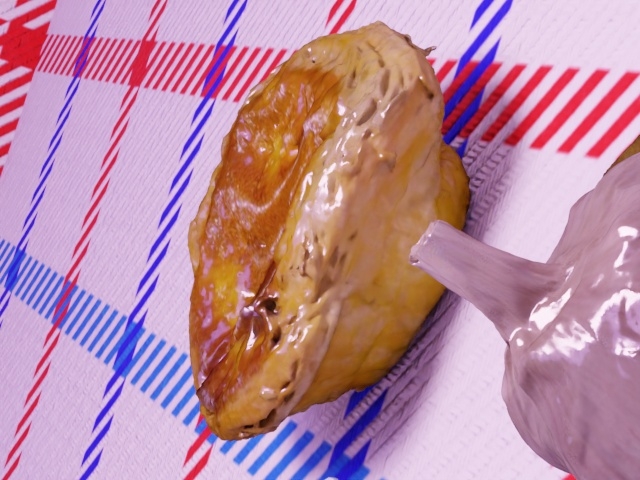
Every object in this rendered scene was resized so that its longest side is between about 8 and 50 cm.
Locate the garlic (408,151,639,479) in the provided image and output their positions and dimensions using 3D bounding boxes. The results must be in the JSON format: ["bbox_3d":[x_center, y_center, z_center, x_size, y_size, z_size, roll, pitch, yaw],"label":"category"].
[{"bbox_3d":[0.150,0.041,0.968,0.218,0.212,0.219,-162,90,-74],"label":"garlic"}]

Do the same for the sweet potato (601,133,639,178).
[{"bbox_3d":[0.195,-0.011,1.102,0.067,0.067,0.274,-121,47,-62],"label":"sweet potato"}]

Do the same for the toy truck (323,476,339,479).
[{"bbox_3d":[0.094,0.192,0.809,0.184,0.338,0.133,-51,30,42],"label":"toy truck"}]

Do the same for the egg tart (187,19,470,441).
[{"bbox_3d":[0.000,0.000,1.429,0.339,0.153,0.352,23,95,69],"label":"egg tart"}]
